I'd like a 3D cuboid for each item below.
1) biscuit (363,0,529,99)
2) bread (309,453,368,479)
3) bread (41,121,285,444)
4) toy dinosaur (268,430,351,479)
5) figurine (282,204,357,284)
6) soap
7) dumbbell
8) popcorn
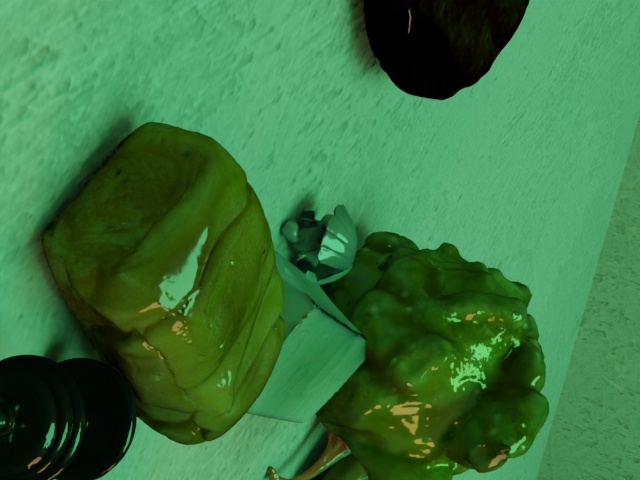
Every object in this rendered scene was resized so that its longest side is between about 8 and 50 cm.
[{"bbox_3d":[0.162,-0.349,1.417,0.407,0.091,0.407,-50,154,-35],"label":"biscuit"},{"bbox_3d":[0.041,0.318,1.814,0.114,0.077,0.189,-32,-164,46],"label":"bread"},{"bbox_3d":[-0.115,0.048,1.081,0.294,0.132,0.167,77,33,-56],"label":"bread"},{"bbox_3d":[0.033,0.248,1.744,0.280,0.055,0.101,-11,92,-37],"label":"toy dinosaur"},{"bbox_3d":[0.000,0.000,1.426,0.094,0.082,0.086,-60,144,-48],"label":"figurine"},{"bbox_3d":[-0.040,0.103,1.333,0.145,0.091,0.230,-50,157,5],"label":"soap"},{"bbox_3d":[-0.202,0.136,1.002,0.099,0.099,0.208,-67,161,0],"label":"dumbbell"},{"bbox_3d":[0.116,0.133,1.539,0.274,0.279,0.335,-44,-177,13],"label":"popcorn"}]
